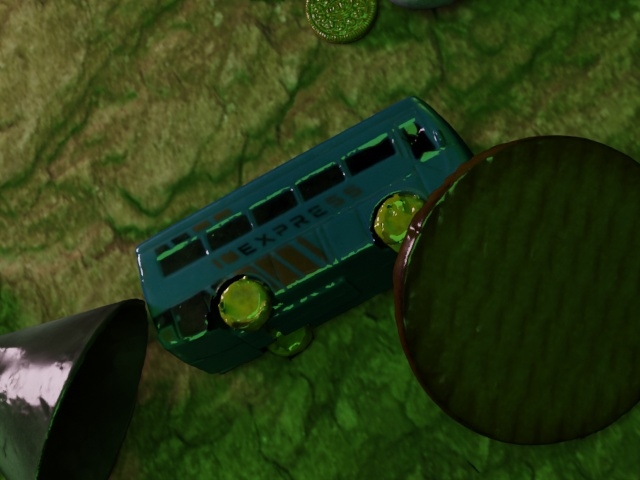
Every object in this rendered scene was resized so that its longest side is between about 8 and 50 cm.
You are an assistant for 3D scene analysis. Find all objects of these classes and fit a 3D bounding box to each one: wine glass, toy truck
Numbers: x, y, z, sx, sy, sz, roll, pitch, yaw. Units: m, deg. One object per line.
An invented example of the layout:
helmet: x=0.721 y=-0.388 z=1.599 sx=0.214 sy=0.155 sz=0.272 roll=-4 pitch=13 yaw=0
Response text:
wine glass: x=-0.417 y=0.131 z=1.537 sx=0.406 sy=0.267 sz=0.267 roll=16 pitch=85 yaw=9
toy truck: x=0.000 y=0.000 z=1.532 sx=0.385 sy=0.161 sz=0.162 roll=-28 pitch=66 yaw=10

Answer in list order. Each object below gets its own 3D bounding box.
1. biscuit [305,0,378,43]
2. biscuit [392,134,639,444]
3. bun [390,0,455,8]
biscuit: x=0.025 y=-0.264 z=1.636 sx=0.084 sy=0.023 sz=0.084 roll=-2 pitch=81 yaw=13
biscuit: x=0.224 y=0.051 z=1.441 sx=0.318 sy=0.040 sz=0.318 roll=-2 pitch=99 yaw=-13
bun: x=0.119 y=-0.321 z=1.591 sx=0.141 sy=0.083 sz=0.141 roll=0 pitch=89 yaw=21
